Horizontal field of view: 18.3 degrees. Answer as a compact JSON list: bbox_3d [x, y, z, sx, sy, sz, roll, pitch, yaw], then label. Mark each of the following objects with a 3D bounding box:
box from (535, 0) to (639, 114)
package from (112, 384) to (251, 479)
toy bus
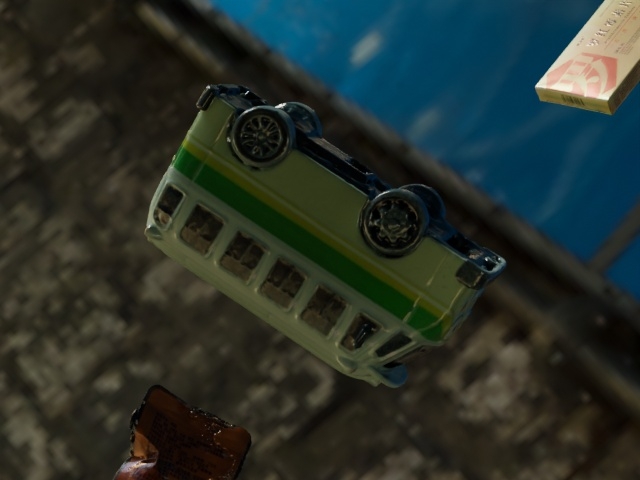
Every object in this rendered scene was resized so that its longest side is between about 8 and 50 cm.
[{"bbox_3d":[0.183,-0.118,1.252,0.058,0.093,0.015,15,-35,42],"label":"box"},{"bbox_3d":[-0.098,0.152,1.251,0.077,0.110,0.033,30,-10,3],"label":"package"},{"bbox_3d":[0.000,0.000,1.641,0.276,0.164,0.133,35,11,8],"label":"toy bus"}]
